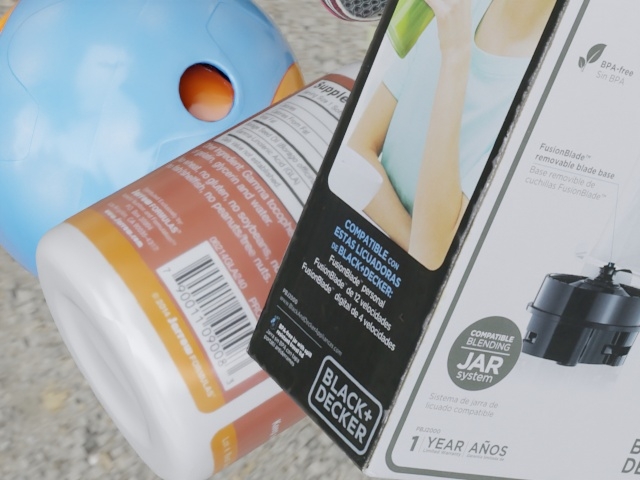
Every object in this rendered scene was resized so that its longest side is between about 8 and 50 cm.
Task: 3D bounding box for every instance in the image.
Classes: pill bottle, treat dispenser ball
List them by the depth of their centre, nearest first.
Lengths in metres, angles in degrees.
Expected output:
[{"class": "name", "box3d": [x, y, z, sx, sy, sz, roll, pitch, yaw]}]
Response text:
[{"class": "pill bottle", "box3d": [0.000, 0.000, 0.735, 0.216, 0.121, 0.121, -30, 88, -18]}, {"class": "treat dispenser ball", "box3d": [-0.149, -0.088, 1.424, 0.288, 0.288, 0.288, 1, 96, 13]}]

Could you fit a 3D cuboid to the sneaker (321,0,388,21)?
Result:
[{"class": "sneaker", "box3d": [0.082, -0.186, 0.852, 0.299, 0.121, 0.112, -36, 53, 51]}]

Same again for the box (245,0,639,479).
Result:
[{"class": "box", "box3d": [0.110, -0.058, 0.597, 0.087, 0.169, 0.290, 41, 115, 50]}]
